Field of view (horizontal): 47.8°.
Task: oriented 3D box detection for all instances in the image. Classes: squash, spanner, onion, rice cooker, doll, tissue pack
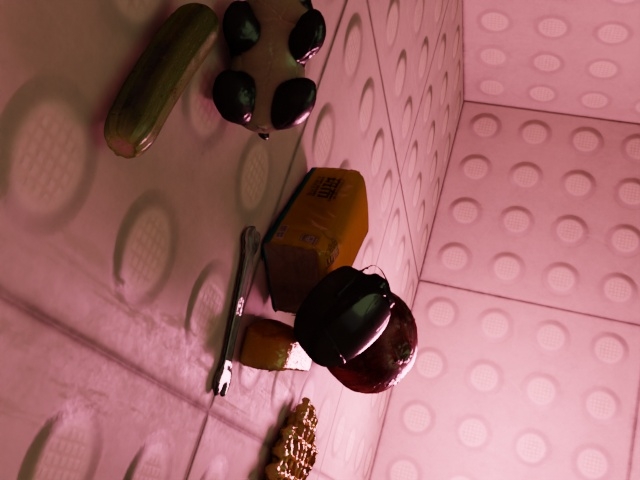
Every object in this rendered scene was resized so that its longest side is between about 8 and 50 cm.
[{"bbox_3d":[-0.179,-0.190,0.826,0.066,0.066,0.229,78,28,-54],"label":"squash"},{"bbox_3d":[-0.143,0.123,1.244,0.071,0.017,0.302,13,89,-75],"label":"spanner"},{"bbox_3d":[0.129,0.255,1.851,0.276,0.276,0.277,11,90,-74],"label":"onion"},{"bbox_3d":[0.042,0.131,1.299,0.203,0.118,0.142,-43,137,-17],"label":"rice cooker"},{"bbox_3d":[-0.073,-0.264,1.034,0.135,0.143,0.235,-141,-121,-81],"label":"doll"},{"bbox_3d":[0.000,0.000,1.438,0.271,0.133,0.192,-62,156,-45],"label":"tissue pack"}]

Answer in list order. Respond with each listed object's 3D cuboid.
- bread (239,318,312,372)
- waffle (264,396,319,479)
[{"bbox_3d":[-0.074,0.205,1.387,0.245,0.101,0.095,32,73,-71],"label":"bread"},{"bbox_3d":[-0.071,0.538,1.697,0.312,0.060,0.307,-55,152,-51],"label":"waffle"}]
